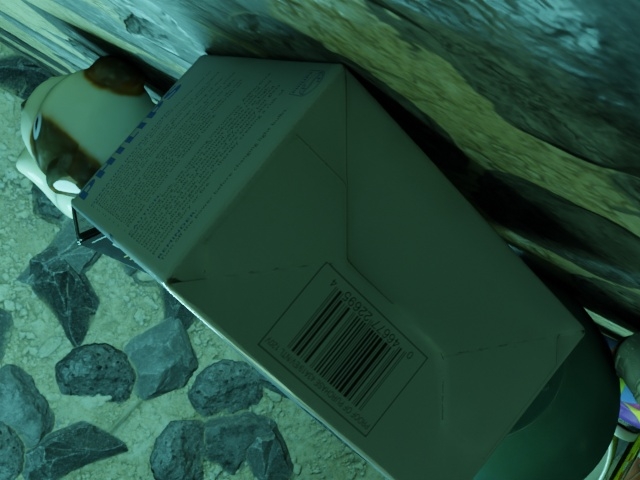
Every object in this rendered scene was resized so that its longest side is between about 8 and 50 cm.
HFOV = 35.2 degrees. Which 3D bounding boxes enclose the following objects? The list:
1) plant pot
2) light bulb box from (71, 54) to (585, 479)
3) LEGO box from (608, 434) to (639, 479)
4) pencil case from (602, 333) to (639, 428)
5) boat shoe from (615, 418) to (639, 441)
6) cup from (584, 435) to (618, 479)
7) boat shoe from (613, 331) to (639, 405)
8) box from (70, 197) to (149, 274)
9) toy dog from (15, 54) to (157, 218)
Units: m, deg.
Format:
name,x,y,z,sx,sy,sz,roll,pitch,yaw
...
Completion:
name,x,y,z,sx,sy,sz,roll,pitch,yaw
plant pot,0.205,0.161,1.196,0.293,0.293,0.235,29,173,22
light bulb box,-0.010,0.021,0.979,0.358,0.225,0.361,44,171,-25
LEGO box,0.743,0.466,1.840,0.372,0.193,0.500,30,177,19
pencil case,0.401,0.180,1.390,0.236,0.104,0.104,32,178,29
boat shoe,0.400,0.184,1.502,0.095,0.079,0.254,18,-155,-38
cup,0.467,0.355,2.051,0.331,0.331,0.237,29,-160,28
boat shoe,0.389,0.144,1.195,0.081,0.079,0.227,55,-172,20
box,-0.180,-0.051,1.527,0.242,0.307,0.076,38,-146,-64
toy dog,-0.323,-0.129,1.654,0.395,0.284,0.408,29,175,26
